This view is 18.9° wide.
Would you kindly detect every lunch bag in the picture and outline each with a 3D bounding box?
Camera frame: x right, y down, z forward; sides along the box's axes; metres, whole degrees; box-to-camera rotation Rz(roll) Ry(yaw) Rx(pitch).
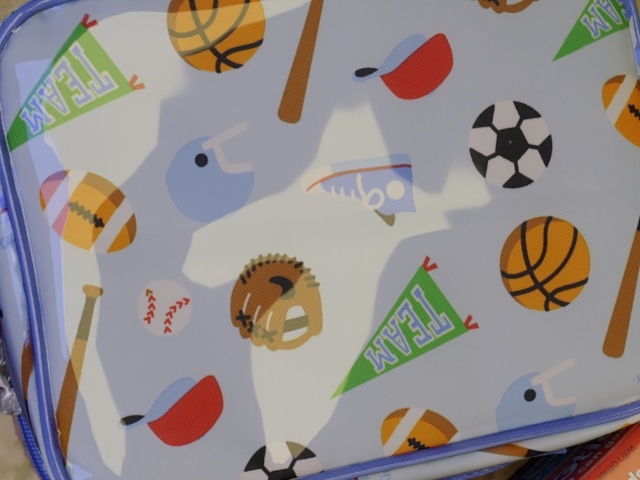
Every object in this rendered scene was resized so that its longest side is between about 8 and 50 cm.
[{"bbox_3d":[0.000,0.000,0.806,0.303,0.115,0.243,-10,90,-13],"label":"lunch bag"}]

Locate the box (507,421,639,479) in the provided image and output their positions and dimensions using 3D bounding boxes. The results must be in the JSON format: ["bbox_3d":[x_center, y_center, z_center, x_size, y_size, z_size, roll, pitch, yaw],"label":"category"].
[{"bbox_3d":[0.146,0.149,0.872,0.257,0.122,0.128,-42,91,-12],"label":"box"}]
